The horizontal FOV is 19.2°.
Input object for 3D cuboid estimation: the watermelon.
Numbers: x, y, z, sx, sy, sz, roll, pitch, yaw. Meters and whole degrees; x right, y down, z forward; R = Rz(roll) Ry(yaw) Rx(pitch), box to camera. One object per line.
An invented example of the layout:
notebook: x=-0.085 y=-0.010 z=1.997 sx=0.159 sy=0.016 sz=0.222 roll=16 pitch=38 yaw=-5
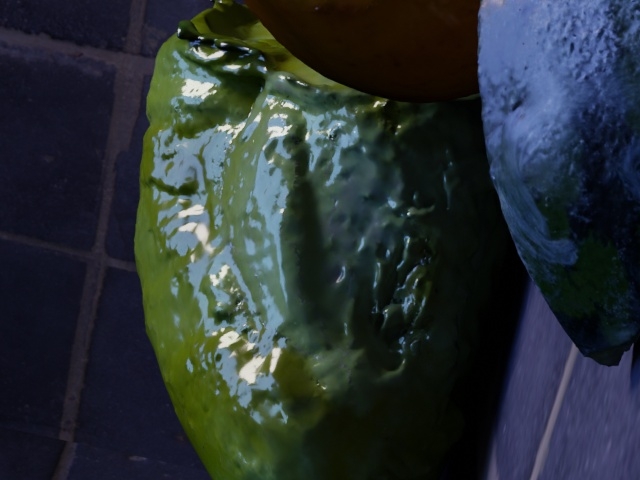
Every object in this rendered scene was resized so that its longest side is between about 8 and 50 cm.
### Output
watermelon: x=0.102 y=-0.038 z=0.617 sx=0.101 sy=0.080 sz=0.155 roll=7 pitch=81 yaw=53

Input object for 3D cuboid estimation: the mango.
mango: x=0.048 y=-0.176 z=0.877 sx=0.350 sy=0.201 sz=0.199 roll=-57 pitch=-9 yaw=-71

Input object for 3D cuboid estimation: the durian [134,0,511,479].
durian: x=0.000 y=0.000 z=1.015 sx=0.256 sy=0.204 sz=0.340 roll=-176 pitch=98 yaw=-76
